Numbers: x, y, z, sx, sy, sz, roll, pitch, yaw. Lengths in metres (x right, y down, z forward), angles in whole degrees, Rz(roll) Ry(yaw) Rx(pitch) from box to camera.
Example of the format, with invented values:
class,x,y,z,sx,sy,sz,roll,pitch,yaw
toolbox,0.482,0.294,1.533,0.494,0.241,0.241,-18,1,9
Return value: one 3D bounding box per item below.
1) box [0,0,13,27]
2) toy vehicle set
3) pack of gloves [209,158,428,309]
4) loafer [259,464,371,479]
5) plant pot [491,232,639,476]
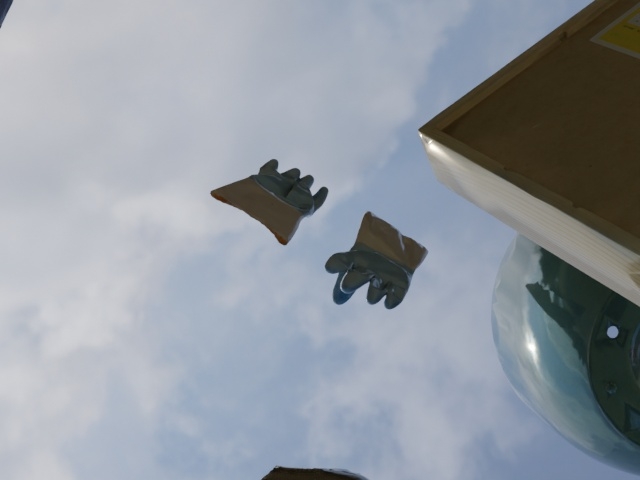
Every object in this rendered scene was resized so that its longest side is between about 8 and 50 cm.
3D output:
class,x,y,z,sx,sy,sz,roll,pitch,yaw
box,-0.268,-0.196,0.328,0.295,0.293,0.073,9,-125,13
toy vehicle set,0.196,-0.086,0.501,0.267,0.035,0.166,-36,-143,-10
pack of gloves,0.000,0.000,1.065,0.195,0.046,0.232,33,-162,4
loafer,-0.012,0.167,0.603,0.087,0.251,0.094,28,-117,4
plant pot,0.313,0.083,0.995,0.293,0.293,0.235,-7,-176,4
